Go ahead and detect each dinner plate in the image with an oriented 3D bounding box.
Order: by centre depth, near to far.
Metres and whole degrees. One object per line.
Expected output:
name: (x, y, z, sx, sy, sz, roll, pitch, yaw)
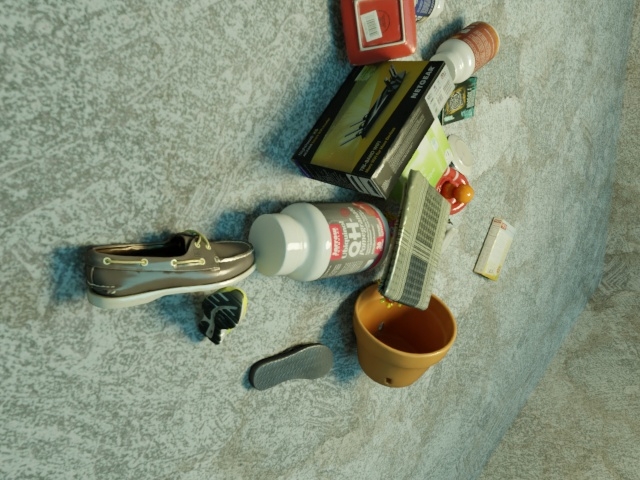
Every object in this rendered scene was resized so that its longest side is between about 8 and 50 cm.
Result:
dinner plate: (0.454, -0.277, 1.468, 0.141, 0.017, 0.141, 17, 64, -38)

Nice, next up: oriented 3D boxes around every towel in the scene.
towel: (0.248, 0.008, 1.196, 0.312, 0.056, 0.325, 24, 79, -56)

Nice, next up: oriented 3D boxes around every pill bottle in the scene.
pill bottle: (0.000, 0.000, 1.048, 0.318, 0.176, 0.177, -6, 109, -44)
pill bottle: (0.224, -0.579, 1.108, 0.169, 0.094, 0.094, -19, 118, -39)
pill bottle: (0.401, -0.522, 1.291, 0.216, 0.121, 0.121, -40, 130, -28)

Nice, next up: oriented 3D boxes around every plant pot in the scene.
plant pot: (0.222, 0.287, 1.337, 0.290, 0.291, 0.204, -23, 138, -38)

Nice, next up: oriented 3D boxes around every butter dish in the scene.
butter dish: (0.126, -0.491, 1.035, 0.159, 0.118, 0.160, -10, 114, 0)

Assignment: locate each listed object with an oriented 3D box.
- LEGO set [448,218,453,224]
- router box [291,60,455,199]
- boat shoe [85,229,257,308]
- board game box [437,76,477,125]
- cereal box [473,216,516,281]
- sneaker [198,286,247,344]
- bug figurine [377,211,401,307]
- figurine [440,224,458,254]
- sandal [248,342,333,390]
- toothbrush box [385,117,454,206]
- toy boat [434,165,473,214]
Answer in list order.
LEGO set: (0.404, -0.071, 1.475, 0.024, 0.054, 0.083, -61, 176, 11)
router box: (0.113, -0.258, 1.014, 0.309, 0.242, 0.081, -58, 136, -13)
boat shoe: (-0.259, 0.036, 0.849, 0.324, 0.116, 0.097, -11, 116, -36)
board game box: (0.423, -0.433, 1.418, 0.186, 0.026, 0.126, -23, 121, -38)
cereal box: (0.725, 0.039, 1.896, 0.173, 0.047, 0.240, 22, 89, -48)
sneaker: (-0.188, 0.136, 0.939, 0.081, 0.208, 0.094, 44, 52, 1)
bug figurine: (0.198, 0.036, 1.275, 0.216, 0.072, 0.279, -34, 105, -42)
figurine: (0.333, 0.029, 1.477, 0.214, 0.092, 0.210, 15, 102, -48)
sandal: (-0.074, 0.320, 1.200, 0.254, 0.054, 0.097, 0, 99, -35)
toothbrush box: (0.218, -0.247, 1.215, 0.206, 0.122, 0.283, -55, 134, -14)
toy boat: (0.402, -0.152, 1.416, 0.231, 0.151, 0.151, 11, 98, -47)
